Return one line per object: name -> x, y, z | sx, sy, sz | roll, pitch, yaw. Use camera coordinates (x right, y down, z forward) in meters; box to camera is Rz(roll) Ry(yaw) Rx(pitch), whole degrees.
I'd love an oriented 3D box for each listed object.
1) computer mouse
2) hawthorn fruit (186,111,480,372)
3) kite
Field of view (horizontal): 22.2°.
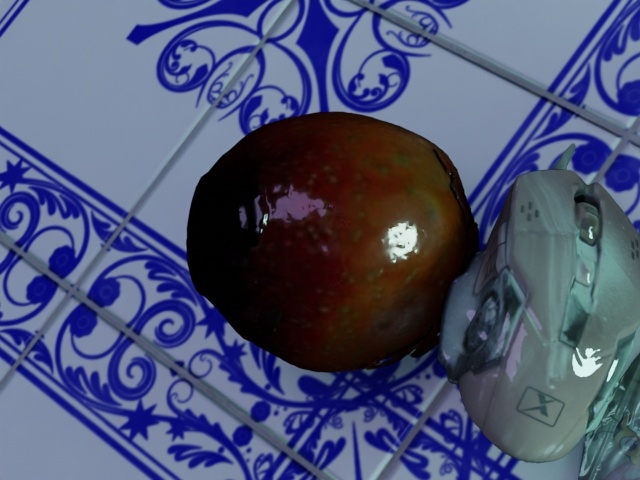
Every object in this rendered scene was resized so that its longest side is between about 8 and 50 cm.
computer mouse -> 0.247, 0.046, 1.646 | 0.115, 0.199, 0.389 | -43, 24, 55
hawthorn fruit -> 0.007, 0.000, 1.722 | 0.316, 0.316, 0.316 | -11, 61, 21
kite -> 0.419, 0.230, 1.576 | 0.360, 0.022, 0.204 | 18, 74, 36
